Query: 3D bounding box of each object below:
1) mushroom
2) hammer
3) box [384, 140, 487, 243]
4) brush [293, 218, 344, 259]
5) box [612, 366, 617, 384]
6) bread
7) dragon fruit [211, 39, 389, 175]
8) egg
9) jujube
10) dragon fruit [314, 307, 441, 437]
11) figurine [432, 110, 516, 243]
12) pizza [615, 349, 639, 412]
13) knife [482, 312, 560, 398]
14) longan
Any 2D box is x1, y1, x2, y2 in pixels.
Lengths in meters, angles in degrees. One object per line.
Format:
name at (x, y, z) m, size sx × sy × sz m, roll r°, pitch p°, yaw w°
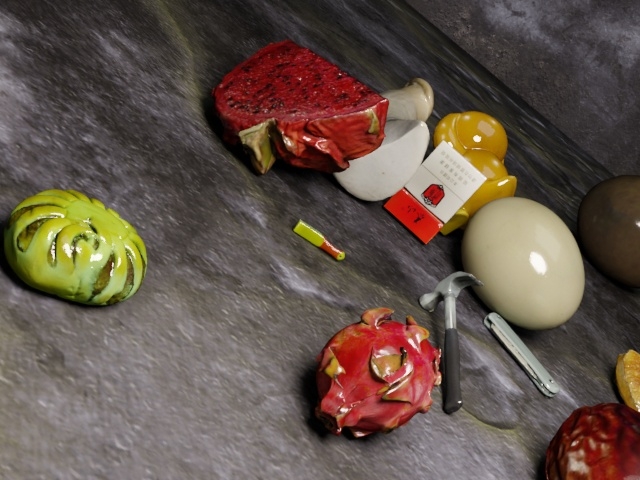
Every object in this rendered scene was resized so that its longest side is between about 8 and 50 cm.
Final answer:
mushroom at (0.125, -0.195, 1.517) m, size 0.126 × 0.177 × 0.397 m, roll 57°, pitch 18°, yaw -17°
hammer at (0.183, 0.134, 1.156) m, size 0.029 × 0.103 × 0.246 m, roll 37°, pitch 32°, yaw -21°
box at (0.196, -0.082, 1.441) m, size 0.100 × 0.152 × 0.048 m, roll 43°, pitch 10°, yaw 9°
brush at (0.000, 0.000, 1.193) m, size 0.083 × 0.018 × 0.021 m, roll 34°, pitch 16°, yaw -8°
box at (0.604, 0.290, 1.544) m, size 0.156 × 0.022 × 0.089 m, roll 44°, pitch 25°, yaw 9°
bread at (-0.230, 0.005, 0.809) m, size 0.139 × 0.071 × 0.130 m, roll 32°, pitch 22°, yaw -17°
dragon fruit at (-0.049, -0.170, 1.287) m, size 0.205 × 0.152 × 0.317 m, roll -23°, pitch 38°, yaw -17°
egg at (0.336, 0.038, 1.398) m, size 0.186 × 0.186 × 0.241 m, roll 7°, pitch 48°, yaw -49°
jujube at (0.369, 0.304, 1.018) m, size 0.183 × 0.183 × 0.243 m, roll 36°, pitch 26°, yaw -8°
dragon fruit at (0.053, 0.145, 0.911) m, size 0.133 × 0.136 × 0.166 m, roll 21°, pitch 40°, yaw 38°
figurine at (0.278, -0.116, 1.559) m, size 0.215 × 0.215 × 0.228 m, roll 23°, pitch 31°, yaw -32°
pizza at (0.577, 0.276, 1.471) m, size 0.134 × 0.046 × 0.175 m, roll 16°, pitch 45°, yaw -13°
knife at (0.314, 0.178, 1.326) m, size 0.044 × 0.023 × 0.162 m, roll 6°, pitch 41°, yaw -54°
longan at (0.743, -0.020, 1.998) m, size 0.300 × 0.243 × 0.300 m, roll 45°, pitch 31°, yaw -38°
